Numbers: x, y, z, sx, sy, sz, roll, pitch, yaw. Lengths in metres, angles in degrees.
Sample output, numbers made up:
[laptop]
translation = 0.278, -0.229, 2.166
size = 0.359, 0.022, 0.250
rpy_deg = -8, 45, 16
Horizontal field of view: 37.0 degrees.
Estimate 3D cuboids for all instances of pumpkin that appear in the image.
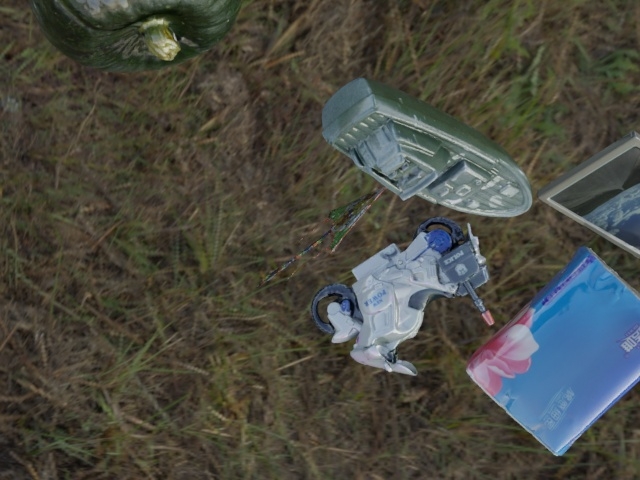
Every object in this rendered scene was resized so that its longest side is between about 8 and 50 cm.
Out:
[pumpkin]
translation = -0.252, -0.348, 1.329
size = 0.300, 0.300, 0.207
rpy_deg = -8, 76, -22

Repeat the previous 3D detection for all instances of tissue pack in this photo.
[tissue pack]
translation = 0.388, 0.170, 1.462
size = 0.209, 0.137, 0.269
rpy_deg = 44, 102, -1

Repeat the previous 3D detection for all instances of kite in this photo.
[kite]
translation = 0.000, 0.000, 1.366
size = 0.244, 0.198, 0.006
rpy_deg = -38, 104, 15

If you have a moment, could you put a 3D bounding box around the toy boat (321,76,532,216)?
[toy boat]
translation = 0.107, -0.063, 0.833
size = 0.261, 0.078, 0.085
rpy_deg = 20, 46, -44

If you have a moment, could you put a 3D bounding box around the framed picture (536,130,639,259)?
[framed picture]
translation = 0.476, -0.061, 1.425
size = 0.260, 0.189, 0.023
rpy_deg = 26, 50, -27

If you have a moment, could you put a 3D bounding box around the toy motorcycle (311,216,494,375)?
[toy motorcycle]
translation = 0.107, 0.075, 1.140
size = 0.221, 0.102, 0.150
rpy_deg = -34, 80, 8
